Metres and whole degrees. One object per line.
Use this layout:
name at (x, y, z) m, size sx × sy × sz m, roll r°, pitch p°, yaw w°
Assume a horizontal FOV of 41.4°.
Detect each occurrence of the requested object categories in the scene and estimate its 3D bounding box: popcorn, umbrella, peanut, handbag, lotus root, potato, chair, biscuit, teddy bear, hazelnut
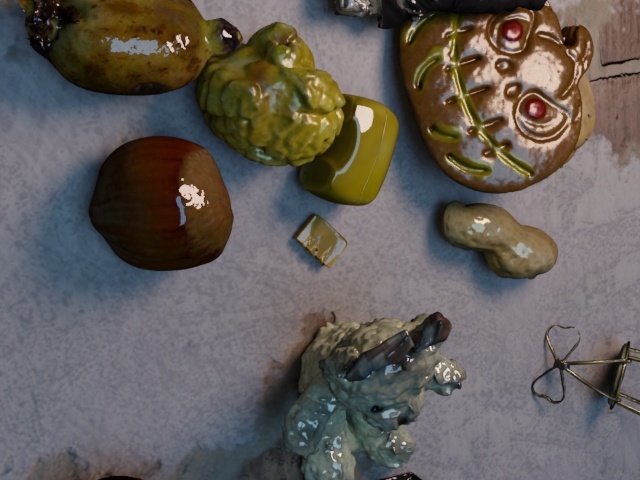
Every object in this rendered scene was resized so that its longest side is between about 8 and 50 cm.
popcorn at (-0.071, -0.223, 1.314) m, size 0.226 × 0.203 × 0.200 m, roll -2°, pitch 133°, yaw 16°
umbrella at (0.192, -0.406, 1.388) m, size 0.358 × 0.106 × 0.113 m, roll 1°, pitch 85°, yaw -3°
peanut at (0.333, -0.002, 1.569) m, size 0.263 × 0.101 × 0.117 m, roll 28°, pitch 66°, yaw -26°
handbag at (0.000, 0.000, 1.453) m, size 0.083 × 0.027 × 0.061 m, roll 41°, pitch 80°, yaw -23°
lotus root at (-0.268, -0.287, 1.202) m, size 0.314 × 0.141 × 0.169 m, roll 4°, pitch 72°, yaw -14°
potato at (0.435, -0.255, 1.563) m, size 0.161 × 0.128 × 0.234 m, roll 4°, pitch 91°, yaw -31°
chair at (0.614, 0.278, 1.734) m, size 0.326 × 0.170 × 0.159 m, roll 16°, pitch 97°, yaw 17°
biscuit at (0.313, -0.287, 1.458) m, size 0.350 × 0.070 × 0.394 m, roll -24°, pitch 91°, yaw -6°
teddy bear at (0.101, 0.275, 1.361) m, size 0.327 × 0.362 × 0.375 m, roll -16°, pitch 103°, yaw -22°
hazelnut at (-0.231, -0.044, 1.250) m, size 0.210 × 0.186 × 0.210 m, roll -18°, pitch 120°, yaw -34°

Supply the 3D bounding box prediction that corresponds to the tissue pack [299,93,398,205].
tissue pack at (0.055, -0.146, 1.401) m, size 0.127 × 0.123 × 0.178 m, roll 17°, pitch 90°, yaw -33°

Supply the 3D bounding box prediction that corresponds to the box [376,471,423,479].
box at (0.092, 0.573, 1.463) m, size 0.345 × 0.251 × 0.204 m, roll -7°, pitch 101°, yaw -25°

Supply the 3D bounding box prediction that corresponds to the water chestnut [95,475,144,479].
water chestnut at (-0.296, 0.488, 1.253) m, size 0.289 × 0.289 × 0.244 m, roll -36°, pitch 117°, yaw -16°
